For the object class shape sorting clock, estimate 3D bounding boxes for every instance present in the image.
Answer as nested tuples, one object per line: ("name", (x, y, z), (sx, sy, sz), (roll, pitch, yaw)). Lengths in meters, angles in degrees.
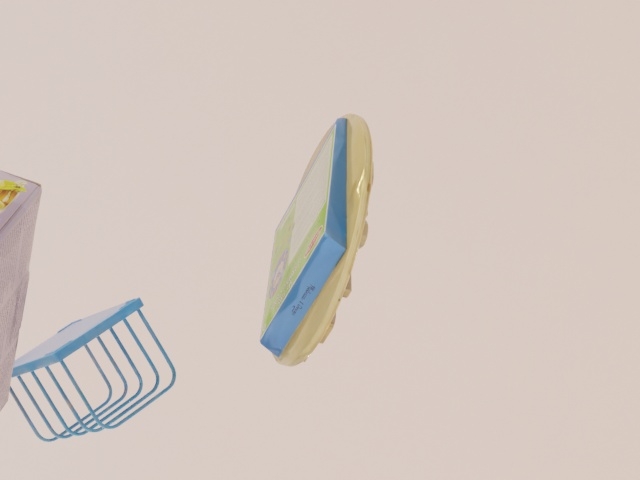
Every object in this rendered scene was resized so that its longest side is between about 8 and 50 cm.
("shape sorting clock", (0.000, 0.000, 0.994), (0.040, 0.206, 0.206), (19, -62, -13))

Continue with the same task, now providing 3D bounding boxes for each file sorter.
("file sorter", (-0.254, 0.147, 1.372), (0.170, 0.118, 0.105), (-21, -78, 53))

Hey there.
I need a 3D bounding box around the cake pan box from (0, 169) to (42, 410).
("cake pan box", (-0.313, 0.107, 1.007), (0.070, 0.246, 0.267), (20, -55, 4))
